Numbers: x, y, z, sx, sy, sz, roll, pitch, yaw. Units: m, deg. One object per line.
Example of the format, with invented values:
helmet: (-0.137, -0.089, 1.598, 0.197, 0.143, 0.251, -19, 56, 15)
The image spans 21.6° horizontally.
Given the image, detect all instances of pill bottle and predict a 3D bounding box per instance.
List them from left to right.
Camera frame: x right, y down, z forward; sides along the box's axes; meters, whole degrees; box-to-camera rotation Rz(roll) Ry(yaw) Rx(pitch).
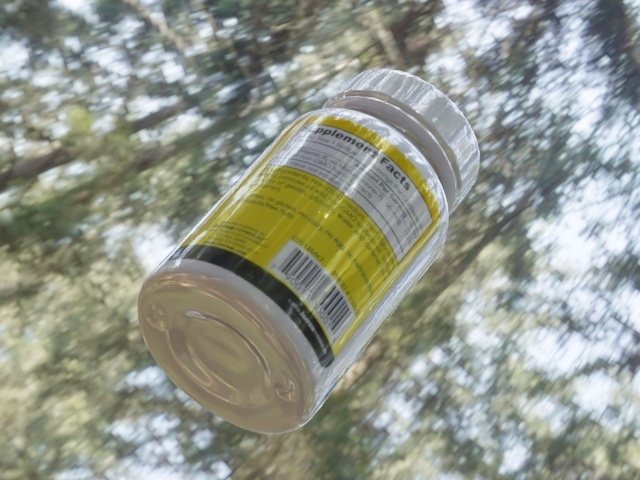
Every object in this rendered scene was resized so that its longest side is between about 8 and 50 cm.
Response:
pill bottle: (0.000, 0.000, 0.958, 0.119, 0.208, 0.119, 24, -39, 21)
